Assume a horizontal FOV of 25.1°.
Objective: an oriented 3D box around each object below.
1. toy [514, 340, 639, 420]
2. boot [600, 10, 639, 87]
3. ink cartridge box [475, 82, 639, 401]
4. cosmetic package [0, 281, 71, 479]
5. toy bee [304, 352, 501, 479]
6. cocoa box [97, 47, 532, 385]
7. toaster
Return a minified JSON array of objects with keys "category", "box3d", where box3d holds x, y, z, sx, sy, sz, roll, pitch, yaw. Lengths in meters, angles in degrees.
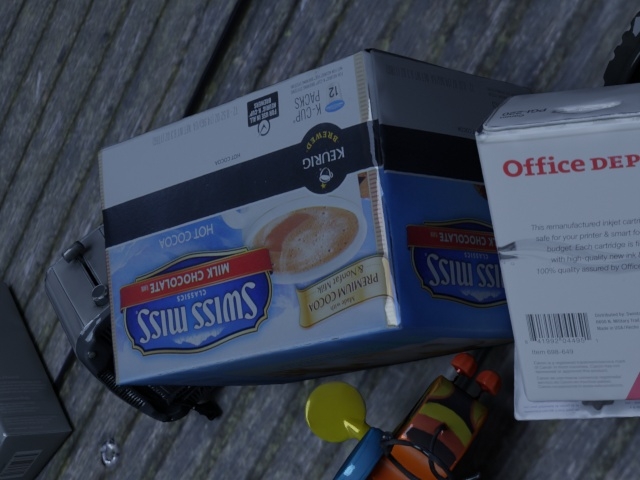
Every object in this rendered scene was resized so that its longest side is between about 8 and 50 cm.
[{"category":"toy","box3d":[0.232,0.031,1.172,0.137,0.056,0.237,-6,73,27]},{"category":"boot","box3d":[0.378,-0.128,1.010,0.348,0.131,0.260,-50,55,27]},{"category":"ink cartridge box","box3d":[0.214,0.000,1.044,0.159,0.092,0.217,-4,112,25]},{"category":"cosmetic package","box3d":[-0.405,0.173,1.729,0.127,0.107,0.238,-52,57,29]},{"category":"toy bee","box3d":[0.096,0.185,1.232,0.162,0.195,0.298,-52,17,-30]},{"category":"cocoa box","box3d":[0.000,0.000,1.279,0.347,0.231,0.228,-15,76,41]},{"category":"toaster","box3d":[-0.181,0.082,1.477,0.129,0.227,0.146,-41,48,2]}]
